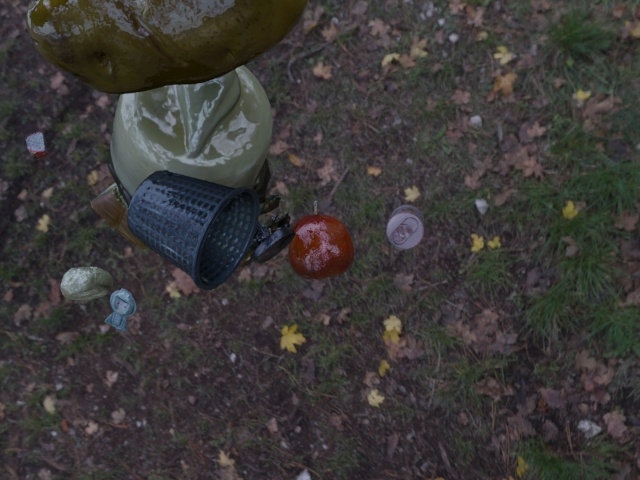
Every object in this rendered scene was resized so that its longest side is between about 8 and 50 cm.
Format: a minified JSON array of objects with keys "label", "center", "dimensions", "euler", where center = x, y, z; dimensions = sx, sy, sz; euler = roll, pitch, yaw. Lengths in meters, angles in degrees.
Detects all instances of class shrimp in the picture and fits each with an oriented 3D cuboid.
[{"label":"shrimp","center":[-0.158,-0.032,1.491],"dimensions":[0.071,0.233,0.365],"euler":[38,35,13]}]

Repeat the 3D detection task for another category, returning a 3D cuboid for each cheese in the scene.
[{"label":"cheese","center":[-0.468,0.162,1.362],"dimensions":[0.067,0.121,0.026],"euler":[28,29,2]}]

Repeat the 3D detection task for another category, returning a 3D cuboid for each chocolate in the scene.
[{"label":"chocolate","center":[-0.238,-0.195,1.110],"dimensions":[0.314,0.297,0.326],"euler":[-25,93,-23]}]

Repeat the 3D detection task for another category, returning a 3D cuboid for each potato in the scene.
[{"label":"potato","center":[-0.191,-0.305,0.756],"dimensions":[0.369,0.196,0.176],"euler":[-9,13,8]}]

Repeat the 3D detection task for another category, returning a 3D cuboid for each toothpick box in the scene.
[{"label":"toothpick box","center":[0.230,-0.038,1.562],"dimensions":[0.098,0.149,0.099],"euler":[2,102,10]}]

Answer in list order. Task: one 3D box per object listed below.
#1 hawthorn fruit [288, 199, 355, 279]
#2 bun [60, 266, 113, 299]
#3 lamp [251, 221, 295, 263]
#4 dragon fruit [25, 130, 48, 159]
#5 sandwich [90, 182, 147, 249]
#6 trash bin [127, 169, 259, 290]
[{"label":"hawthorn fruit","center":[0.000,0.000,1.628],"dimensions":[0.196,0.196,0.226],"euler":[-8,95,16]},{"label":"bun","center":[-0.788,0.136,1.952],"dimensions":[0.164,0.188,0.111],"euler":[-13,77,4]},{"label":"lamp","center":[-0.187,-0.094,1.371],"dimensions":[0.130,0.108,0.371],"euler":[-39,58,-5]},{"label":"dragon fruit","center":[-0.870,-0.286,1.782],"dimensions":[0.056,0.060,0.083],"euler":[-16,70,-16]},{"label":"sandwich","center":[-0.519,-0.110,1.547],"dimensions":[0.220,0.186,0.108],"euler":[35,54,12]},{"label":"trash bin","center":[-0.209,-0.030,0.913],"dimensions":[0.161,0.175,0.175],"euler":[23,68,14]}]
